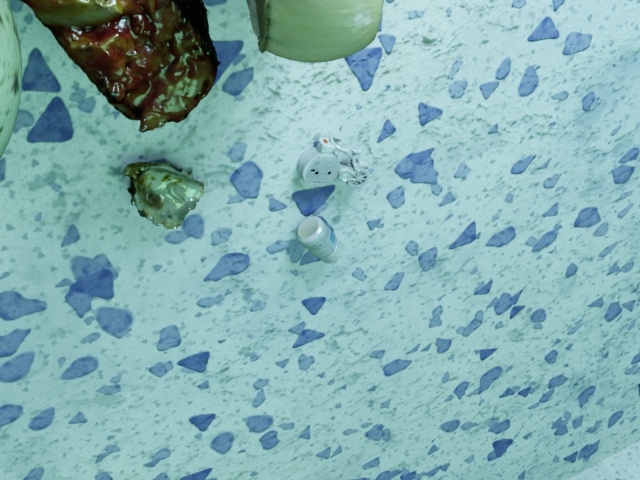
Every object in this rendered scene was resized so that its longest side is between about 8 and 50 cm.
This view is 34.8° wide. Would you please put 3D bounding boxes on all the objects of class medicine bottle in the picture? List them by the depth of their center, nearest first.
[{"bbox_3d":[0.000,0.000,1.741,0.052,0.052,0.089,-39,138,4],"label":"medicine bottle"}]

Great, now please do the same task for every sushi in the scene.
[{"bbox_3d":[-0.239,-0.294,1.229,0.196,0.182,0.343,-36,141,-1],"label":"sushi"}]

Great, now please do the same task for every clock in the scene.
[{"bbox_3d":[0.029,-0.123,1.657,0.129,0.041,0.087,9,126,-32],"label":"clock"}]

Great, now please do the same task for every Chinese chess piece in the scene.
[{"bbox_3d":[-0.017,-0.376,1.181,0.140,0.338,0.338,-5,132,-8],"label":"Chinese chess piece"}]

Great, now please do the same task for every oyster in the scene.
[{"bbox_3d":[-0.238,-0.080,1.519,0.103,0.051,0.148,-46,147,-4],"label":"oyster"}]

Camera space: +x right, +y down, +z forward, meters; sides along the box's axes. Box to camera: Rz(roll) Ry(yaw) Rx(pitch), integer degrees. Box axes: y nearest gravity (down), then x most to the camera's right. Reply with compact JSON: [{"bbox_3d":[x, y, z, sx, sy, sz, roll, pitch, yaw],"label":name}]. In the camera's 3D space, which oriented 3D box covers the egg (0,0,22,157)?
[{"bbox_3d":[-0.466,-0.194,1.099,0.287,0.288,0.379,-24,149,-12],"label":"egg"}]
